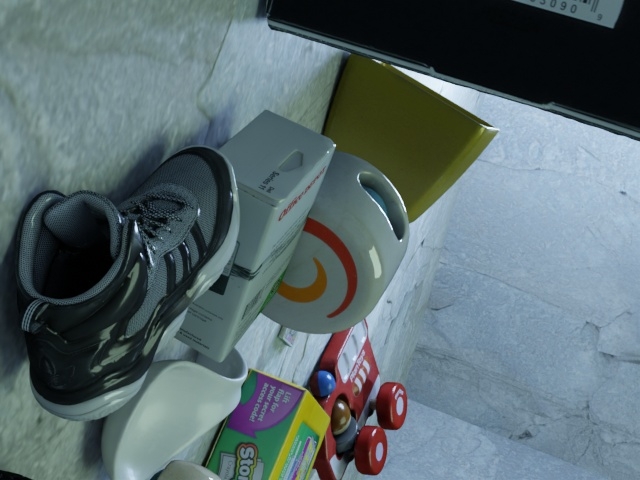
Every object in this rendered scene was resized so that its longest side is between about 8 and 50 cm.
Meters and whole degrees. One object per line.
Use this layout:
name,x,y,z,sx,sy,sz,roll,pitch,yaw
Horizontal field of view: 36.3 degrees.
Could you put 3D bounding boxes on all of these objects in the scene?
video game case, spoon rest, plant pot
video game case,-0.034,0.109,1.578,0.087,0.011,0.122,63,48,-73
spoon rest,-0.146,0.168,1.036,0.276,0.084,0.137,-37,145,-69
plant pot,0.112,-0.135,1.410,0.187,0.212,0.212,-60,170,13

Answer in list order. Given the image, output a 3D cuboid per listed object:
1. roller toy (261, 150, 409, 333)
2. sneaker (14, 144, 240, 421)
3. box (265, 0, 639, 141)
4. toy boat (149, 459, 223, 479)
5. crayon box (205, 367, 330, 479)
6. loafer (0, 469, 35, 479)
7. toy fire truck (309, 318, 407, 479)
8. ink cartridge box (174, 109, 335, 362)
roller toy,0.000,0.000,1.137,0.146,0.191,0.209,-54,160,-52
sneaker,-0.141,-0.004,0.746,0.153,0.101,0.268,89,23,-53
box,0.261,-0.319,1.081,0.472,0.480,0.297,-36,144,-68
toy boat,-0.179,0.366,0.980,0.318,0.148,0.267,2,84,-68
crayon box,-0.112,0.402,1.491,0.313,0.106,0.363,67,44,-70
loafer,-0.254,0.211,0.680,0.078,0.076,0.223,-65,163,1
toy fire truck,0.045,0.322,1.976,0.302,0.169,0.254,-58,139,-46
ink cartridge box,-0.077,-0.007,0.979,0.153,0.087,0.208,-51,167,-54
